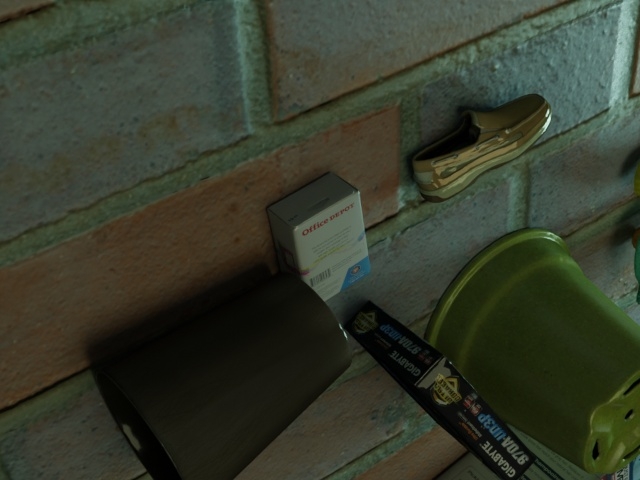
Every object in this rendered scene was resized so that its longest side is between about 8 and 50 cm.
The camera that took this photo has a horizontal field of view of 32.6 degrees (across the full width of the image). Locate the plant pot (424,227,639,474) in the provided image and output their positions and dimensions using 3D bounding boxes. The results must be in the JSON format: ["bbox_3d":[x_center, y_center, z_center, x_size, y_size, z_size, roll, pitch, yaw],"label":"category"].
[{"bbox_3d":[0.319,0.162,1.438,0.276,0.254,0.276,-23,132,-29],"label":"plant pot"}]

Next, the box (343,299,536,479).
[{"bbox_3d":[0.143,0.182,1.312,0.051,0.175,0.220,-46,122,-5],"label":"box"}]

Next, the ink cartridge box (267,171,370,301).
[{"bbox_3d":[0.000,0.000,1.186,0.089,0.052,0.122,-31,136,-22],"label":"ink cartridge box"}]

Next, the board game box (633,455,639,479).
[{"bbox_3d":[0.557,0.276,1.818,0.275,0.142,0.144,-19,130,-32],"label":"board game box"}]

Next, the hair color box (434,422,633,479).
[{"bbox_3d":[0.285,0.392,1.634,0.347,0.174,0.105,-35,137,-18],"label":"hair color box"}]

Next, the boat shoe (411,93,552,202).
[{"bbox_3d":[0.186,-0.121,1.260,0.190,0.068,0.072,-37,126,-15],"label":"boat shoe"}]

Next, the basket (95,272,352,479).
[{"bbox_3d":[-0.092,0.146,1.143,0.227,0.154,0.204,-36,135,-22],"label":"basket"}]

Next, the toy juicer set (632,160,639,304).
[{"bbox_3d":[0.528,-0.011,1.636,0.209,0.089,0.329,-34,129,-37],"label":"toy juicer set"}]
